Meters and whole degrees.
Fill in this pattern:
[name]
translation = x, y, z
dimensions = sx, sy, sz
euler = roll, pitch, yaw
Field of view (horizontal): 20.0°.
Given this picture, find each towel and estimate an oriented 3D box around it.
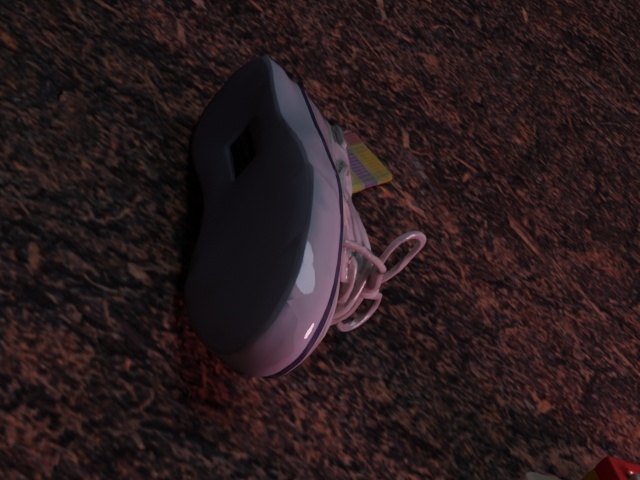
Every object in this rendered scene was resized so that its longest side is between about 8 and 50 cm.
[towel]
translation = 0.028, -0.069, 1.582
dimensions = 0.060, 0.009, 0.083
euler = 50, 27, 9

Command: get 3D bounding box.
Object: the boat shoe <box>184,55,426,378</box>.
[boat shoe]
translation = -0.006, 0.005, 1.306
dimensions = 0.156, 0.136, 0.367
euler = 37, 17, -23

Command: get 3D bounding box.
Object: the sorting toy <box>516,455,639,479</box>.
[sorting toy]
translation = 0.295, 0.285, 1.363
dimensions = 0.255, 0.089, 0.257
euler = 20, 35, -41
